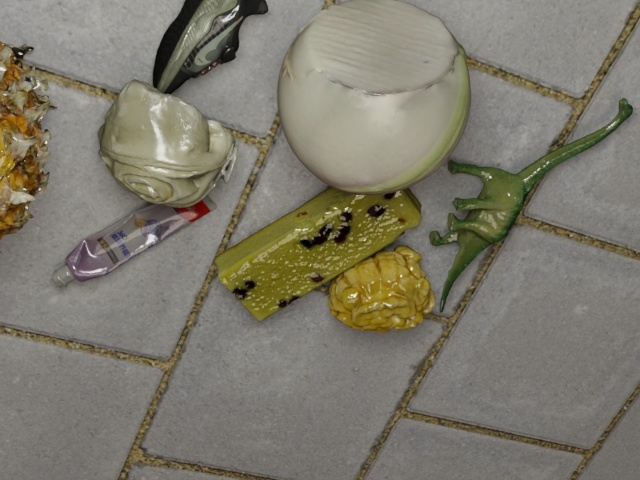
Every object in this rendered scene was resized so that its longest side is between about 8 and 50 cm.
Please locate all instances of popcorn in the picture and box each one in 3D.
[{"bbox_3d":[0.119,0.094,1.784,0.194,0.140,0.163,12,125,-21],"label":"popcorn"}]

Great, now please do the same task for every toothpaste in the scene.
[{"bbox_3d":[-0.322,-0.004,1.680,0.301,0.048,0.075,-29,120,5],"label":"toothpaste"}]

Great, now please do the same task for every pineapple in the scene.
[{"bbox_3d":[-0.545,-0.138,1.399,0.352,0.300,0.352,-9,125,-13],"label":"pineapple"}]

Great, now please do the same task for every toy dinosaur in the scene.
[{"bbox_3d":[0.360,-0.061,1.772,0.300,0.087,0.447,-2,126,-19],"label":"toy dinosaur"}]

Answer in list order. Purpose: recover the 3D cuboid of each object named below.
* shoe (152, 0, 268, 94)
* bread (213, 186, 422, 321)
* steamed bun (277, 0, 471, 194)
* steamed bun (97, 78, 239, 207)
[{"bbox_3d":[-0.167,-0.304,1.485,0.112,0.099,0.227,19,117,-31],"label":"shoe"},{"bbox_3d":[0.000,0.000,1.729,0.361,0.077,0.138,-31,124,9],"label":"bread"},{"bbox_3d":[0.078,-0.192,1.505,0.309,0.309,0.309,-6,124,-8],"label":"steamed bun"},{"bbox_3d":[-0.243,-0.122,1.516,0.211,0.144,0.218,25,148,-21],"label":"steamed bun"}]
